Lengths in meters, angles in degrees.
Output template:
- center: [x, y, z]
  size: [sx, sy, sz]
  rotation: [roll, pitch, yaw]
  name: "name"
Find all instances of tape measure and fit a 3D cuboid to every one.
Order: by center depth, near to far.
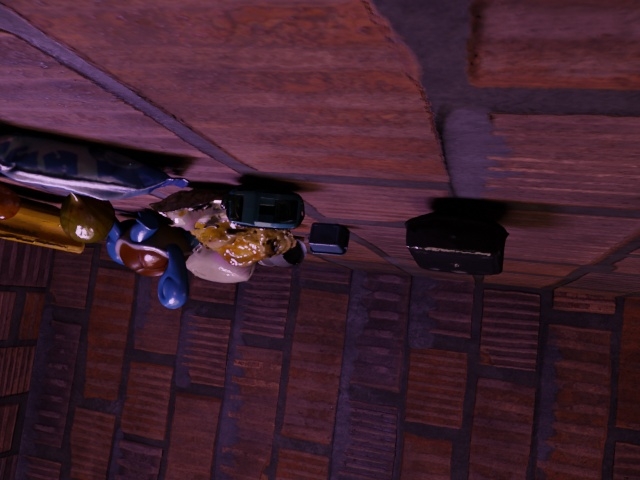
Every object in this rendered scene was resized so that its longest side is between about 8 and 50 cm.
- center: [-0.100, -0.059, 1.028]
  size: [0.146, 0.081, 0.125]
  rotation: [5, -175, -11]
  name: "tape measure"

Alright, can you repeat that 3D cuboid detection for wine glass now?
- center: [-0.127, 0.037, 1.921]
  size: [0.103, 0.103, 0.222]
  rotation: [9, 173, -25]
  name: "wine glass"

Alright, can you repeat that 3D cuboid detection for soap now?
- center: [-0.781, -0.058, 1.540]
  size: [0.204, 0.096, 0.324]
  rotation: [20, 180, 30]
  name: "soap"

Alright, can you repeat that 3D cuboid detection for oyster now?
- center: [-0.202, -0.071, 1.137]
  size: [0.209, 0.072, 0.133]
  rotation: [-15, 163, 12]
  name: "oyster"

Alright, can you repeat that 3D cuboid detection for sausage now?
- center: [-0.794, -0.105, 1.323]
  size: [0.302, 0.076, 0.103]
  rotation: [6, 136, 27]
  name: "sausage"

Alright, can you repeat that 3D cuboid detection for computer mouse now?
- center: [0.248, -0.002, 1.067]
  size: [0.170, 0.100, 0.269]
  rotation: [3, 169, 15]
  name: "computer mouse"

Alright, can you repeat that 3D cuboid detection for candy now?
- center: [-0.371, -0.108, 0.909]
  size: [0.331, 0.077, 0.187]
  rotation: [10, -179, -22]
  name: "candy"

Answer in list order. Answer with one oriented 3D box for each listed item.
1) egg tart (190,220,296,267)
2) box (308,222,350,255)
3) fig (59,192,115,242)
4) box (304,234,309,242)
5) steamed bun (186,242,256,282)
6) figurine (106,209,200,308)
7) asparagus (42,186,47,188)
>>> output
- center: [-0.207, -0.001, 1.546]
  size: [0.297, 0.132, 0.297]
  rotation: [5, 168, 1]
  name: "egg tart"
- center: [0.017, -0.006, 1.467]
  size: [0.099, 0.074, 0.054]
  rotation: [4, 163, 19]
  name: "box"
- center: [-0.541, -0.086, 1.306]
  size: [0.124, 0.124, 0.236]
  rotation: [6, 151, 12]
  name: "fig"
- center: [0.000, 0.000, 1.764]
  size: [0.083, 0.024, 0.053]
  rotation: [12, 173, -29]
  name: "box"
- center: [-0.322, 0.038, 1.888]
  size: [0.238, 0.170, 0.152]
  rotation: [5, 154, 24]
  name: "steamed bun"
- center: [-0.470, 0.013, 1.718]
  size: [0.298, 0.243, 0.416]
  rotation: [0, -159, -43]
  name: "figurine"
- center: [-0.616, -0.132, 1.242]
  size: [0.016, 0.016, 0.163]
  rotation: [-20, 172, 4]
  name: "asparagus"
